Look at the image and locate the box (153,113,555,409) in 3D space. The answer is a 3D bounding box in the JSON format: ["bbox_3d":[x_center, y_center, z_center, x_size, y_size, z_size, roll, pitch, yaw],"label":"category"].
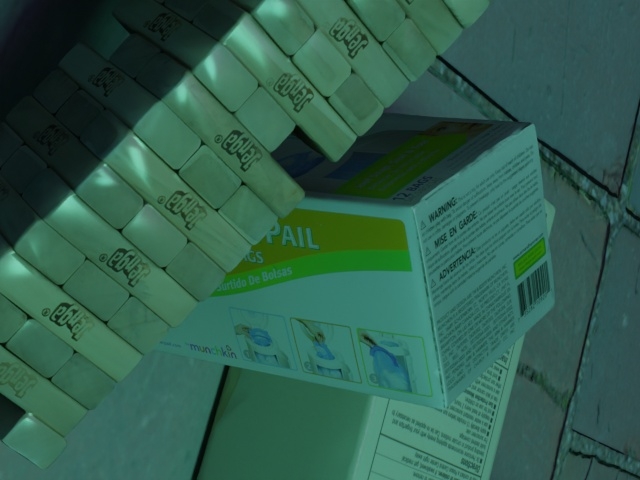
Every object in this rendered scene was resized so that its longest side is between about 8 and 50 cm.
[{"bbox_3d":[0.000,0.000,0.723,0.114,0.203,0.103,-34,122,-44],"label":"box"}]

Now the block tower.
[{"bbox_3d":[-0.050,-0.062,0.629,0.335,0.091,0.097,-48,129,-3],"label":"block tower"}]

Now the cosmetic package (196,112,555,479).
[{"bbox_3d":[0.031,0.093,0.860,0.160,0.113,0.309,33,70,-51],"label":"cosmetic package"}]
